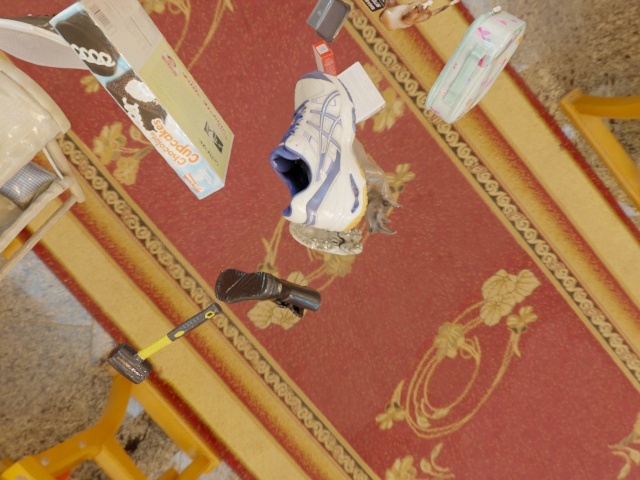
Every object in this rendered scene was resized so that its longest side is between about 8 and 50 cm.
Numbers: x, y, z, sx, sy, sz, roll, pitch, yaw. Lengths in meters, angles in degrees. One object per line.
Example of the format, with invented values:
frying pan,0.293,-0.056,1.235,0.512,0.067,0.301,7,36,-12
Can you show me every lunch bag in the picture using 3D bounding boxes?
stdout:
lunch bag,0.383,-0.439,1.273,0.108,0.224,0.279,40,134,13

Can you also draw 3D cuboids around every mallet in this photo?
mallet,-0.212,0.147,0.723,0.189,0.039,0.062,-26,116,12

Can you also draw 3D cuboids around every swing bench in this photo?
swing bench,-0.489,-0.085,0.719,0.165,0.255,0.253,27,54,-1

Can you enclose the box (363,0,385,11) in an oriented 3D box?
box,0.131,-0.838,1.545,0.051,0.220,0.175,-5,70,38

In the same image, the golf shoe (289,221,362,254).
golf shoe,0.000,0.000,1.039,0.176,0.086,0.069,18,67,-33

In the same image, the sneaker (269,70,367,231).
sneaker,-0.017,-0.157,0.799,0.131,0.112,0.296,3,60,-27

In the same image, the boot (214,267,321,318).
boot,-0.142,0.148,1.382,0.207,0.246,0.094,27,66,-42

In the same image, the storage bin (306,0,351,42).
storage bin,0.016,-0.732,1.653,0.098,0.091,0.135,44,111,23

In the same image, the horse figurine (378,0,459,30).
horse figurine,0.241,-0.619,1.377,0.174,0.263,0.066,-35,121,-20

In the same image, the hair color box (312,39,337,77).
hair color box,0.018,-0.558,1.627,0.043,0.141,0.072,-26,63,-3

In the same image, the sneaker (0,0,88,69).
sneaker,-0.530,-0.448,1.061,0.295,0.104,0.147,1,73,-26

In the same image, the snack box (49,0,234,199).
snack box,-0.258,-0.241,0.815,0.060,0.187,0.322,-25,124,15

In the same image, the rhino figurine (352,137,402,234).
rhino figurine,0.072,-0.107,0.966,0.106,0.073,0.243,-42,66,20

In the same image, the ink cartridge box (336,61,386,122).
ink cartridge box,0.075,-0.396,1.454,0.179,0.045,0.145,-33,85,12
